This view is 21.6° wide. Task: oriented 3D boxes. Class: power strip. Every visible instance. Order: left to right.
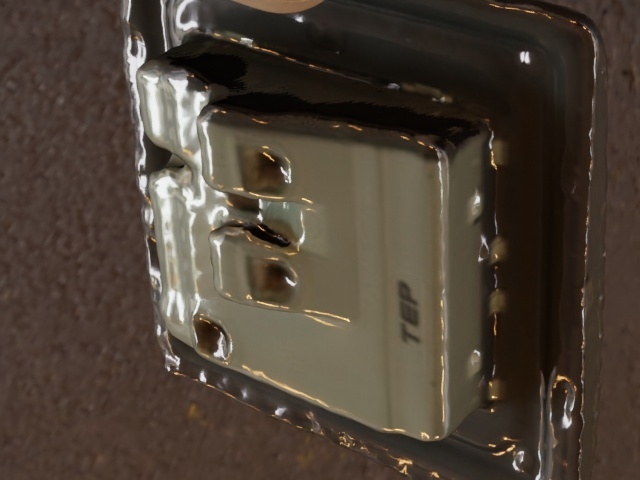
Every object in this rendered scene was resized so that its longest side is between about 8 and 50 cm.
[{"bbox_3d":[0.001,0.001,0.739,0.251,0.092,0.257,14,124,27],"label":"power strip"}]

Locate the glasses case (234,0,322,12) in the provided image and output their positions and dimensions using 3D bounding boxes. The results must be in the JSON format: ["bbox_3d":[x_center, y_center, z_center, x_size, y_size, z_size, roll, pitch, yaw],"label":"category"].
[{"bbox_3d":[-0.073,-0.148,0.614,0.196,0.083,0.050,17,167,-12],"label":"glasses case"}]
